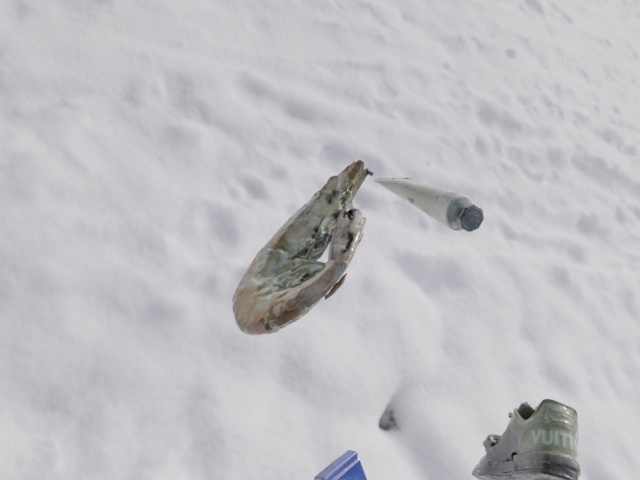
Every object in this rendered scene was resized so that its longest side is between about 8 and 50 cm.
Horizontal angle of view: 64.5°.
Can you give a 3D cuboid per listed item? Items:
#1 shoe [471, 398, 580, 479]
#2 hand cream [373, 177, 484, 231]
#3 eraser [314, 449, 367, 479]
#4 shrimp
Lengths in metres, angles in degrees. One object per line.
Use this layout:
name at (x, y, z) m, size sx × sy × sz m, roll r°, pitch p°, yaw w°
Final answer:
shoe at (0.363, 0.359, 0.891) m, size 0.109 × 0.293 × 0.149 m, roll 21°, pitch 63°, yaw 4°
hand cream at (0.161, -0.066, 0.768) m, size 0.080 × 0.234 × 0.050 m, roll -2°, pitch 110°, yaw -19°
eraser at (0.033, 0.377, 0.793) m, size 0.084 × 0.027 × 0.063 m, roll -17°, pitch 85°, yaw -48°
shrimp at (0.000, 0.000, 0.484) m, size 0.047 × 0.126 × 0.223 m, roll 51°, pitch 61°, yaw -28°
